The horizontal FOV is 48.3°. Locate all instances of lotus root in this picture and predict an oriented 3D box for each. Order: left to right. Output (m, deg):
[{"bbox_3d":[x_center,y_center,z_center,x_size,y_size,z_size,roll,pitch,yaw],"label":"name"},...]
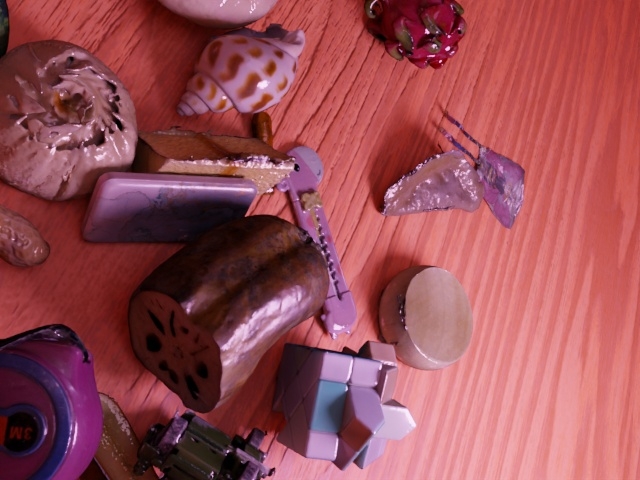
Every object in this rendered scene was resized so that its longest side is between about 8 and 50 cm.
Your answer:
[{"bbox_3d":[-0.133,0.095,1.193,0.346,0.250,0.251,-37,102,-39],"label":"lotus root"}]

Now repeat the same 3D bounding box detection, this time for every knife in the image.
[{"bbox_3d":[0.000,0.000,1.446,0.132,0.038,0.399,-15,89,-37],"label":"knife"}]

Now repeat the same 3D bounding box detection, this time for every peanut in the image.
[{"bbox_3d":[-0.481,-0.016,1.047,0.174,0.080,0.080,35,59,-26],"label":"peanut"}]

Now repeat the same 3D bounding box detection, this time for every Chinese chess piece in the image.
[{"bbox_3d":[0.227,0.165,1.546,0.237,0.092,0.238,10,73,-36],"label":"Chinese chess piece"}]

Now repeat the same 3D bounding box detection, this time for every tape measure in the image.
[{"bbox_3d":[-0.413,0.232,0.959,0.231,0.149,0.245,5,79,0],"label":"tape measure"}]

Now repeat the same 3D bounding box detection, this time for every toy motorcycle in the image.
[{"bbox_3d":[-0.179,0.349,1.124,0.205,0.275,0.127,32,89,-2],"label":"toy motorcycle"}]

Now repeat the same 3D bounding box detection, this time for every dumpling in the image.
[{"bbox_3d":[0.263,-0.143,1.658,0.332,0.086,0.166,-5,114,-39],"label":"dumpling"}]

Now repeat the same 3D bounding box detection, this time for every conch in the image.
[{"bbox_3d":[-0.149,-0.315,1.341,0.274,0.182,0.149,-17,118,-29],"label":"conch"}]

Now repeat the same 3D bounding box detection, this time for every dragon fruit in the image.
[{"bbox_3d":[0.210,-0.522,1.664,0.273,0.198,0.218,42,84,4],"label":"dragon fruit"}]

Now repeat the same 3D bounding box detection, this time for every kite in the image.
[{"bbox_3d":[0.417,-0.191,1.834,0.360,0.022,0.204,39,58,-29],"label":"kite"}]

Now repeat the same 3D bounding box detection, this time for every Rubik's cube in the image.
[{"bbox_3d":[0.049,0.285,1.275,0.212,0.265,0.225,15,83,-23],"label":"Rubik's cube"}]

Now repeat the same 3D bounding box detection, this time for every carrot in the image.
[{"bbox_3d":[-0.111,-0.169,1.403,0.042,0.042,0.171,1,81,-38],"label":"carrot"}]

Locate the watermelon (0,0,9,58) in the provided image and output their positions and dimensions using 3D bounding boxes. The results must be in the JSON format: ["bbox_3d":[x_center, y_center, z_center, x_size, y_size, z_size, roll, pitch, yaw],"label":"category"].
[{"bbox_3d":[-0.613,-0.351,0.965,0.292,0.283,0.250,28,43,-1],"label":"watermelon"}]

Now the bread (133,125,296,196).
[{"bbox_3d":[-0.200,-0.136,1.277,0.266,0.142,0.178,1,37,-36],"label":"bread"}]

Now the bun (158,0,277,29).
[{"bbox_3d":[-0.188,-0.582,1.323,0.361,0.213,0.361,12,66,-27],"label":"bun"}]

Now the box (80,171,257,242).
[{"bbox_3d":[-0.250,-0.052,1.205,0.285,0.142,0.044,-1,45,-38],"label":"box"}]

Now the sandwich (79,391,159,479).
[{"bbox_3d":[-0.314,0.344,1.083,0.090,0.088,0.244,-34,96,-47],"label":"sandwich"}]

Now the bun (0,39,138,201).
[{"bbox_3d":[-0.396,-0.194,1.114,0.259,0.152,0.260,11,71,-33],"label":"bun"}]
